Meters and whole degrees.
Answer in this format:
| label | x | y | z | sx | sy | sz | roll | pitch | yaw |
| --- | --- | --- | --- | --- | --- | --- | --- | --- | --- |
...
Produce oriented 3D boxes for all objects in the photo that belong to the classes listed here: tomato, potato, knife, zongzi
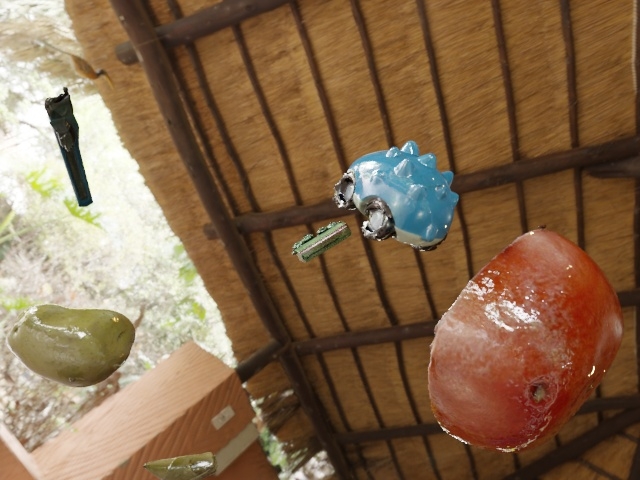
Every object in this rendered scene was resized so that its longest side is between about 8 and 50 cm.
| label | x | y | z | sx | sy | sz | roll | pitch | yaw |
| --- | --- | --- | --- | --- | --- | --- | --- | --- | --- |
| tomato | 0.304 | 0.159 | 0.666 | 0.144 | 0.339 | 0.338 | 30 | -37 | 46 |
| potato | -0.438 | 0.177 | 0.853 | 0.194 | 0.157 | 0.157 | 30 | -21 | -26 |
| knife | -0.451 | -0.154 | 0.886 | 0.026 | 0.044 | 0.296 | 50 | -31 | 21 |
| zongzi | -0.414 | 0.675 | 1.460 | 0.176 | 0.160 | 0.078 | 61 | -3 | -37 |

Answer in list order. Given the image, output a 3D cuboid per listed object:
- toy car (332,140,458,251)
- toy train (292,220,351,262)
| label | x | y | z | sx | sy | sz | roll | pitch | yaw |
| --- | --- | --- | --- | --- | --- | --- | --- | --- | --- |
| toy car | 0.163 | -0.101 | 0.975 | 0.190 | 0.189 | 0.255 | -64 | -145 | 21 |
| toy train | 0.000 | 0.000 | 1.149 | 0.071 | 0.148 | 0.038 | 33 | -30 | 60 |
